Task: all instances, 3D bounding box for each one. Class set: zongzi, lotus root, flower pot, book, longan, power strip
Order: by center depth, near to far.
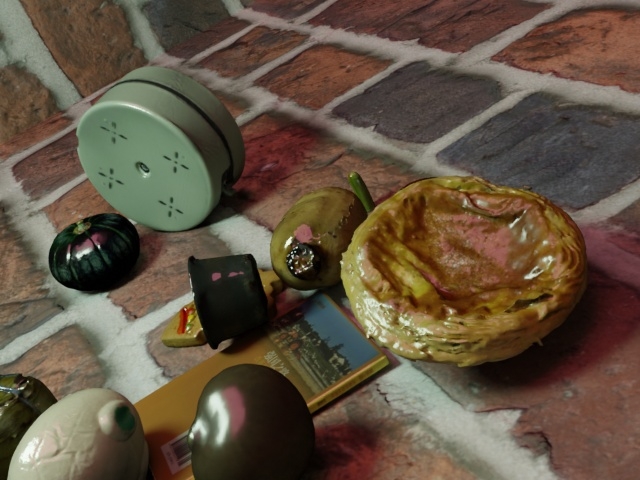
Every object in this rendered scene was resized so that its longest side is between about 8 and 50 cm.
[{"bbox_3d":[-0.090,0.254,1.302,0.189,0.189,0.189,-20,27,11],"label":"longan"},{"bbox_3d":[-0.105,0.223,1.524,0.374,0.028,0.262,-31,26,-9],"label":"book"},{"bbox_3d":[-0.599,0.359,1.535,0.356,0.174,0.393,-8,31,40],"label":"zongzi"},{"bbox_3d":[-0.144,0.088,1.628,0.107,0.157,0.157,-16,27,-1],"label":"flower pot"},{"bbox_3d":[0.000,0.000,1.700,0.160,0.146,0.284,-37,7,19],"label":"lotus root"},{"bbox_3d":[-0.329,-0.187,2.139,0.358,0.357,0.161,-5,34,35],"label":"power strip"}]

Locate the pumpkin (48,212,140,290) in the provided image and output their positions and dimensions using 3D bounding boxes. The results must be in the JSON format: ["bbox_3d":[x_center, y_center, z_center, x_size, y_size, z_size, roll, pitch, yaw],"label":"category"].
[{"bbox_3d":[-0.473,0.020,2.090,0.202,0.140,0.202,-18,28,10],"label":"pumpkin"}]

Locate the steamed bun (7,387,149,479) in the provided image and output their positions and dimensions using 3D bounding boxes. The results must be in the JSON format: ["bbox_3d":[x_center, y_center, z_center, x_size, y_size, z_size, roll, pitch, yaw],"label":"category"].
[{"bbox_3d":[-0.322,0.310,1.398,0.131,0.177,0.228,4,34,25],"label":"steamed bun"}]

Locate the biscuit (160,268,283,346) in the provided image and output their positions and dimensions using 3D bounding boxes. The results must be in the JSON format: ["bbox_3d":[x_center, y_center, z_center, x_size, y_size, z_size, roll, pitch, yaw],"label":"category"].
[{"bbox_3d":[-0.176,0.117,1.766,0.239,0.041,0.212,-27,28,-5],"label":"biscuit"}]

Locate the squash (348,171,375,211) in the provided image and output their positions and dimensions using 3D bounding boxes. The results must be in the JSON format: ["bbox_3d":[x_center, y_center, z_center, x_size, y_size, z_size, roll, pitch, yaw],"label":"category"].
[{"bbox_3d":[0.075,-0.093,1.877,0.028,0.083,0.027,-20,28,11],"label":"squash"}]

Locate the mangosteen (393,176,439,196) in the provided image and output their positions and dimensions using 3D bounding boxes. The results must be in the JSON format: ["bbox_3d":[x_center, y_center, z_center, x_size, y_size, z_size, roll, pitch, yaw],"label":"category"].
[{"bbox_3d":[0.179,-0.007,1.604,0.156,0.181,0.146,-7,-15,1],"label":"mangosteen"}]

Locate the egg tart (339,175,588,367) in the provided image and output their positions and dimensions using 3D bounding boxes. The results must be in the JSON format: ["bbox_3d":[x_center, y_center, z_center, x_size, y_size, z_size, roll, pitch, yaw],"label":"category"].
[{"bbox_3d":[0.199,0.056,1.406,0.352,0.150,0.352,-9,45,9],"label":"egg tart"}]
